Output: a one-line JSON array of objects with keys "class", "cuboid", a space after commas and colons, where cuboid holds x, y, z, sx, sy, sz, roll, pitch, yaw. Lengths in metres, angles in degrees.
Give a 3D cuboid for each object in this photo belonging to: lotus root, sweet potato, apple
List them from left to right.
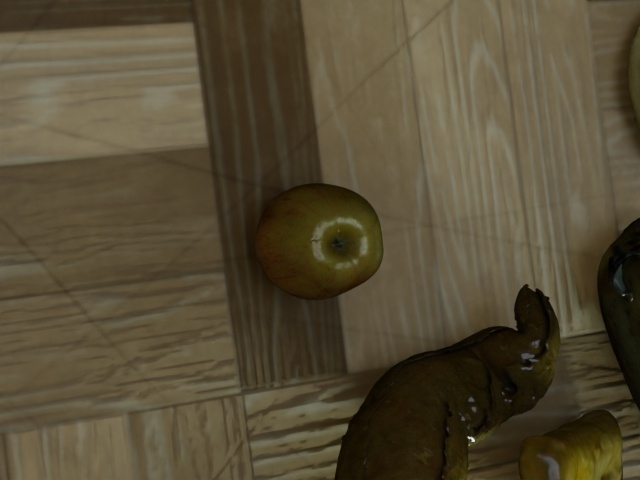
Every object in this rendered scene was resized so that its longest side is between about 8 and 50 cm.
[{"class": "apple", "cuboid": [0.000, 0.000, 1.162, 0.084, 0.071, 0.084, 2, 85, -27]}, {"class": "sweet potato", "cuboid": [0.071, 0.152, 1.165, 0.124, 0.098, 0.310, 32, 61, -15]}, {"class": "lotus root", "cuboid": [0.288, 0.088, 1.288, 0.124, 0.123, 0.241, -27, 104, 2]}]

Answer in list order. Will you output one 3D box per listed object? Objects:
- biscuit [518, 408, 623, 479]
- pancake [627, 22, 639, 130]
[{"class": "biscuit", "cuboid": [0.180, 0.209, 1.217, 0.183, 0.039, 0.174, 6, 83, -65]}, {"class": "pancake", "cuboid": [0.297, -0.116, 1.361, 0.158, 0.028, 0.158, 3, 84, -32]}]
